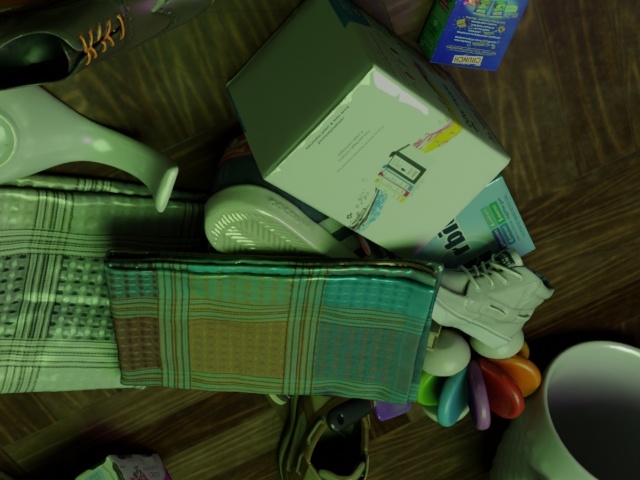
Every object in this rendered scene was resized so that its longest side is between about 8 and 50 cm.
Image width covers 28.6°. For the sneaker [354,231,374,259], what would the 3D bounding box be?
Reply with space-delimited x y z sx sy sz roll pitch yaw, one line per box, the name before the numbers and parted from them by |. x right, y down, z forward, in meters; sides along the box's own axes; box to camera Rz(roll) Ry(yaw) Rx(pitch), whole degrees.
sneaker | 0.034 0.080 1.609 0.083 0.084 0.215 -18 124 -7

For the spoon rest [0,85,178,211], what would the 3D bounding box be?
spoon rest | -0.290 -0.101 1.313 0.276 0.084 0.137 16 112 -18

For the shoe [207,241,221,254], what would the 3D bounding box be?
shoe | -0.076 0.045 1.526 0.076 0.058 0.219 -12 136 26

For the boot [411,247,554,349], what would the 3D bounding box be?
boot | 0.196 0.049 1.589 0.123 0.095 0.258 -47 142 14

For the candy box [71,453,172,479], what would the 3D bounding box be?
candy box | -0.325 0.376 1.684 0.233 0.071 0.159 -35 164 10

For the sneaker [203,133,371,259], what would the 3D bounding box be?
sneaker | 0.000 0.000 1.463 0.131 0.148 0.350 -19 138 24

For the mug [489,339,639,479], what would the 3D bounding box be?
mug | 0.360 0.373 1.842 0.374 0.276 0.328 -30 154 -38

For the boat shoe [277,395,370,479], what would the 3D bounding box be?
boat shoe | 0.010 0.304 1.770 0.122 0.120 0.324 -12 134 -12

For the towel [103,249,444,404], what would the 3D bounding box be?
towel | -0.055 0.107 1.449 0.370 0.040 0.271 2 142 -1

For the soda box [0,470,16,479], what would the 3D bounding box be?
soda box | -0.470 0.313 1.616 0.058 0.063 0.183 -36 134 11

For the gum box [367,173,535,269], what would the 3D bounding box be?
gum box | 0.168 -0.002 1.613 0.184 0.041 0.157 -30 136 4

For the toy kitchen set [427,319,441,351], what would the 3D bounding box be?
toy kitchen set | 0.121 0.120 1.708 0.083 0.075 0.068 17 127 8

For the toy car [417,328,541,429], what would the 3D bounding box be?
toy car | 0.221 0.201 1.753 0.182 0.136 0.159 -16 135 -9

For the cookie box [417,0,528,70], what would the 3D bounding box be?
cookie box | 0.171 -0.247 1.392 0.092 0.040 0.107 4 128 -26

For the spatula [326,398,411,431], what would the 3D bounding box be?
spatula | 0.062 0.209 1.642 0.030 0.084 0.296 -15 178 18

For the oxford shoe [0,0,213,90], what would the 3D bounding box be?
oxford shoe | -0.222 -0.201 1.223 0.271 0.098 0.097 -21 133 -9

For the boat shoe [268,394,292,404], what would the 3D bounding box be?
boat shoe | -0.062 0.162 1.656 0.049 0.056 0.152 -22 135 5

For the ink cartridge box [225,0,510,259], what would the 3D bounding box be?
ink cartridge box | 0.051 -0.125 1.361 0.232 0.171 0.168 29 115 -39

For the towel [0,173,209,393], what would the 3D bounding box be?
towel | -0.310 0.060 1.459 0.324 0.056 0.312 5 128 -25
